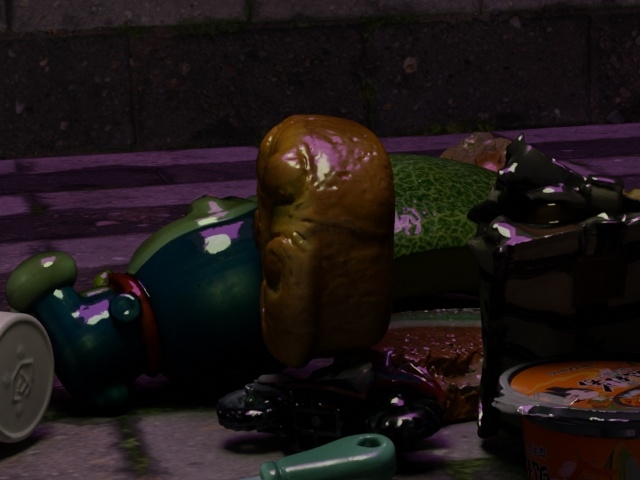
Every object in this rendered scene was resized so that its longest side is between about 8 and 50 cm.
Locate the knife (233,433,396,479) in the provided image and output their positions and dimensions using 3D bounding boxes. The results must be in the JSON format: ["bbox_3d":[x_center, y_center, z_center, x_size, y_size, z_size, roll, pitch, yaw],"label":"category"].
[{"bbox_3d":[-0.061,0.199,1.384,0.260,0.034,0.063,-12,22,-16],"label":"knife"}]

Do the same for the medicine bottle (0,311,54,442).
[{"bbox_3d":[-0.369,0.116,1.585,0.237,0.139,0.139,4,12,23],"label":"medicine bottle"}]

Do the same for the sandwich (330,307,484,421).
[{"bbox_3d":[0.088,0.118,1.646,0.235,0.079,0.159,-6,11,-23],"label":"sandwich"}]

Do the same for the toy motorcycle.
[{"bbox_3d":[0.018,0.140,1.524,0.213,0.082,0.122,2,9,29],"label":"toy motorcycle"}]

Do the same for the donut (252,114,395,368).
[{"bbox_3d":[0.000,-0.002,1.537,0.114,0.226,0.226,-2,10,-7],"label":"donut"}]

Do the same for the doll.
[{"bbox_3d":[-0.132,0.066,1.709,0.322,0.186,0.198,-21,-18,-10],"label":"doll"}]

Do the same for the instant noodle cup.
[{"bbox_3d":[0.217,0.159,1.262,0.208,0.125,0.177,-4,11,-15],"label":"instant noodle cup"}]

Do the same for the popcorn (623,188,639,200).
[{"bbox_3d":[0.301,0.038,1.759,0.235,0.181,0.217,-4,11,-16],"label":"popcorn"}]

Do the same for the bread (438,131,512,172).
[{"bbox_3d":[0.225,-0.046,2.330,0.262,0.162,0.204,-16,22,1],"label":"bread"}]

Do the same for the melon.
[{"bbox_3d":[0.081,0.006,2.005,0.331,0.226,0.343,26,11,33],"label":"melon"}]

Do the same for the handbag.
[{"bbox_3d":[0.281,0.049,1.402,0.325,0.162,0.327,1,-27,7],"label":"handbag"}]
